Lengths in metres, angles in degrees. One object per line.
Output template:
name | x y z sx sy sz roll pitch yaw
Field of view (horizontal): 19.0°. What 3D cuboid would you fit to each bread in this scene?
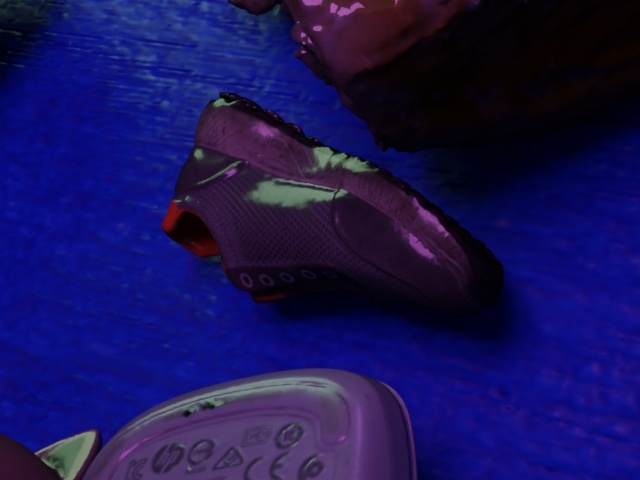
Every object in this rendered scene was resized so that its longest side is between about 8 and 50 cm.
bread | 0.076 -0.148 0.834 0.246 0.176 0.195 -25 60 7

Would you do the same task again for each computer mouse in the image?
computer mouse | -0.037 0.179 0.707 0.159 0.097 0.288 -16 39 28

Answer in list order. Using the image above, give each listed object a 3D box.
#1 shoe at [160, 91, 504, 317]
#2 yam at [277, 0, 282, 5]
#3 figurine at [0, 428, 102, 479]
shoe | 0.001 0.001 0.842 0.194 0.074 0.077 31 87 44
yam | 0.009 -0.167 0.958 0.146 0.069 0.069 -38 46 2
figurine | -0.162 0.129 0.797 0.125 0.125 0.138 -11 25 23
